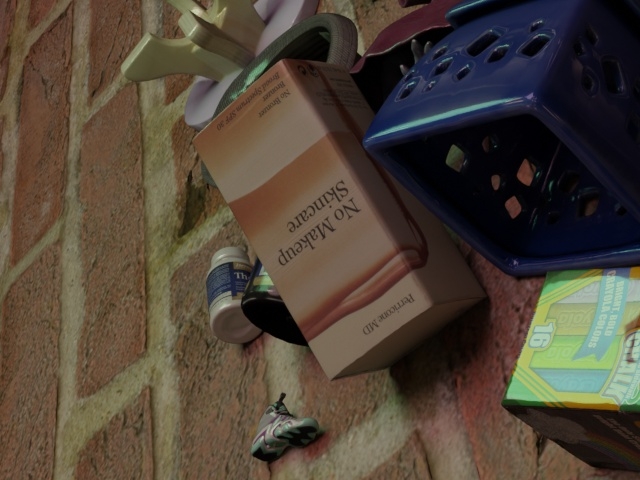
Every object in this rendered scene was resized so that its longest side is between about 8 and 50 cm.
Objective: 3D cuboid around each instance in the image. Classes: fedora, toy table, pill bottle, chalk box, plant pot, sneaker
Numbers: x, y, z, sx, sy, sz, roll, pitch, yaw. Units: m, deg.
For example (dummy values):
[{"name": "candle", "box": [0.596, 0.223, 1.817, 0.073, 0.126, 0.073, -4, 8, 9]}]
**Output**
[{"name": "fedora", "box": [-0.016, -0.151, 1.828, 0.275, 0.124, 0.244, -36, 34, 38]}, {"name": "toy table", "box": [-0.150, -0.304, 2.133, 0.274, 0.161, 0.252, -56, 30, 1]}, {"name": "pill bottle", "box": [-0.105, 0.064, 1.800, 0.067, 0.067, 0.120, -41, 34, 22]}, {"name": "chalk box", "box": [0.276, 0.104, 1.168, 0.213, 0.132, 0.132, -5, 57, 51]}, {"name": "plant pot", "box": [0.220, -0.120, 1.375, 0.236, 0.236, 0.212, -9, 47, 51]}, {"name": "pill bottle", "box": [0.000, 0.000, 1.661, 0.122, 0.123, 0.219, -11, 51, 50]}, {"name": "sneaker", "box": [-0.038, 0.194, 1.608, 0.098, 0.038, 0.069, -29, 40, 36]}]

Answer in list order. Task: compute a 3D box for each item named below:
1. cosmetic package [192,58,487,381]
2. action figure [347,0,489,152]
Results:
[{"name": "cosmetic package", "box": [0.016, -0.023, 1.503, 0.153, 0.129, 0.296, -40, 73, 26]}, {"name": "action figure", "box": [0.185, -0.250, 1.642, 0.248, 0.276, 0.370, -2, 37, 35]}]
